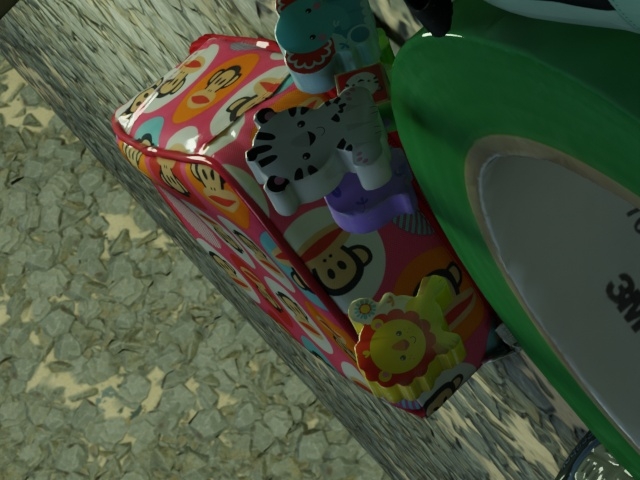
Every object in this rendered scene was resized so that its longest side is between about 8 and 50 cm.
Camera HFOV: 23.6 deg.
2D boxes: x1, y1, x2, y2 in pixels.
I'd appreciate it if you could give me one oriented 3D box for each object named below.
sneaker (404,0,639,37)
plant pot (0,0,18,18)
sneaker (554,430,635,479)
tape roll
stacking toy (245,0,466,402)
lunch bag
[{"bbox_3d":[0.034,-0.133,0.332,0.151,0.094,0.256,19,152,51],"label":"sneaker"},{"bbox_3d":[-0.200,-0.192,0.593,0.334,0.305,0.334,49,171,11],"label":"plant pot"},{"bbox_3d":[0.231,0.174,0.731,0.129,0.111,0.297,37,-179,-27],"label":"sneaker"},{"bbox_3d":[0.157,0.034,0.527,0.321,0.077,0.321,49,170,11],"label":"tape roll"},{"bbox_3d":[0.006,-0.061,0.671,0.167,0.052,0.221,64,-167,-55],"label":"stacking toy"},{"bbox_3d":[0.000,0.000,0.984,0.258,0.120,0.293,53,169,-24],"label":"lunch bag"}]
